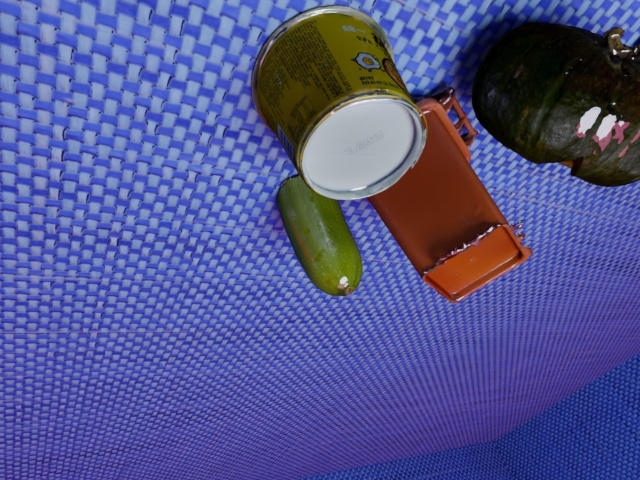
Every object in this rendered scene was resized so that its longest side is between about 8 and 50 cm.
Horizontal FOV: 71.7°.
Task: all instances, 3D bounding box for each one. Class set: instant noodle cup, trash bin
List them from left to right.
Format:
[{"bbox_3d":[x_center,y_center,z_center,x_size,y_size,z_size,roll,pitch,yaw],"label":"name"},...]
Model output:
[{"bbox_3d":[0.025,-0.140,0.499,0.182,0.144,0.182,-13,142,-10],"label":"instant noodle cup"},{"bbox_3d":[0.160,-0.059,0.580,0.184,0.239,0.161,-38,139,17],"label":"trash bin"}]

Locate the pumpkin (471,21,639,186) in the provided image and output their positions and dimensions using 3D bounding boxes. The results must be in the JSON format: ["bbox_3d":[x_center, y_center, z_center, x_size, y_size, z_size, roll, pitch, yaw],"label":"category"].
[{"bbox_3d":[0.303,-0.169,0.527,0.237,0.238,0.159,8,129,-31],"label":"pumpkin"}]

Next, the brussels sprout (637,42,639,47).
[{"bbox_3d":[0.530,-0.253,0.638,0.139,0.100,0.181,-44,129,-2],"label":"brussels sprout"}]

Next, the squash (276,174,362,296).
[{"bbox_3d":[0.000,0.000,0.620,0.095,0.188,0.095,-12,144,-9],"label":"squash"}]
